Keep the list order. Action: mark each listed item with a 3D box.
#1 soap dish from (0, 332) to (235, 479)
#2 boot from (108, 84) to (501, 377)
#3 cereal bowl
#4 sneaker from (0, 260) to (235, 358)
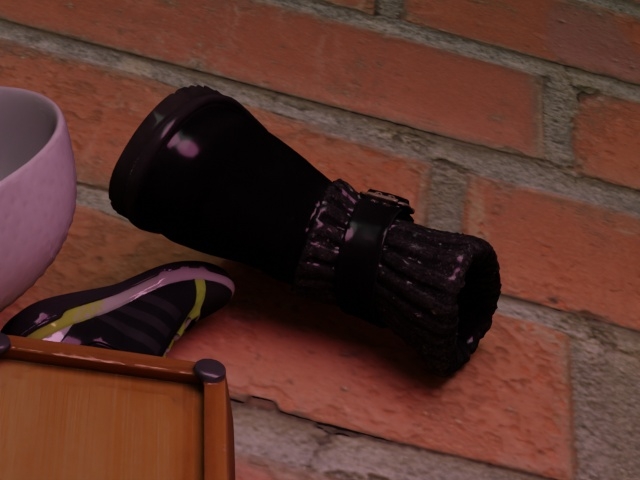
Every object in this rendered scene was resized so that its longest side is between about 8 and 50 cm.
[{"bbox_3d":[-0.164,0.187,1.124,0.229,0.118,0.291,9,33,-11],"label":"soap dish"},{"bbox_3d":[0.002,-0.004,1.383,0.260,0.131,0.348,31,5,24],"label":"boot"},{"bbox_3d":[-0.342,0.008,1.248,0.339,0.141,0.339,-11,24,5],"label":"cereal bowl"},{"bbox_3d":[-0.158,0.089,1.344,0.234,0.084,0.097,-17,69,-40],"label":"sneaker"}]
